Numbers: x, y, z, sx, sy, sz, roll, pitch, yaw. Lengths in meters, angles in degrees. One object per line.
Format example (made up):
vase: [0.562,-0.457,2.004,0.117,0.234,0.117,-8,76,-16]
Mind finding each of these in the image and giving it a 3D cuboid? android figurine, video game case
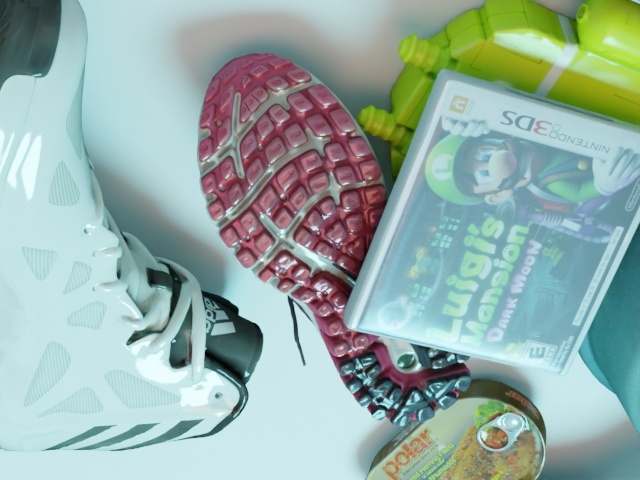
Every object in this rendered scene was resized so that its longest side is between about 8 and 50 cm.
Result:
android figurine: [0.161,-0.069,0.930,0.273,0.056,0.248,20,127,-20]
video game case: [0.127,-0.006,0.896,0.173,0.022,0.190,14,113,-17]

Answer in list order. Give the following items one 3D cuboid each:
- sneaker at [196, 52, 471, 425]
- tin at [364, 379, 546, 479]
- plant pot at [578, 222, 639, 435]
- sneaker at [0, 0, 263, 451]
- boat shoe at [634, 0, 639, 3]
sneaker: [0.000,0.000,0.952,0.121,0.112,0.299,-28,116,0]
tin: [0.115,0.194,1.144,0.106,0.040,0.189,36,122,-11]
plant pot: [0.384,0.135,0.895,0.341,0.334,0.341,-7,136,-7]
sneaker: [-0.152,0.002,0.936,0.257,0.169,0.447,5,138,-18]
boat shoe: [0.285,-0.161,0.827,0.335,0.095,0.112,15,128,-14]
